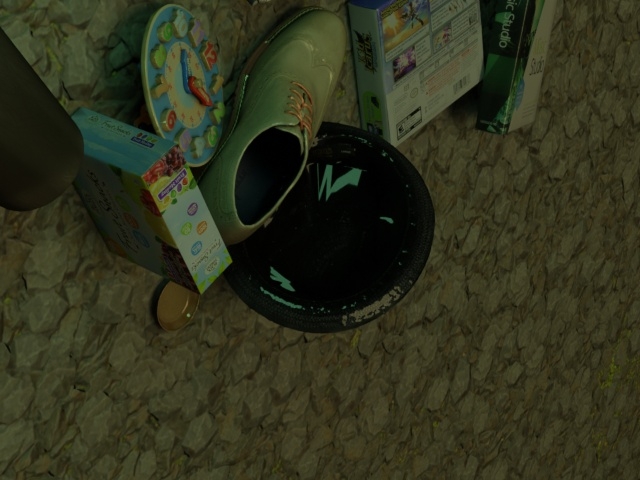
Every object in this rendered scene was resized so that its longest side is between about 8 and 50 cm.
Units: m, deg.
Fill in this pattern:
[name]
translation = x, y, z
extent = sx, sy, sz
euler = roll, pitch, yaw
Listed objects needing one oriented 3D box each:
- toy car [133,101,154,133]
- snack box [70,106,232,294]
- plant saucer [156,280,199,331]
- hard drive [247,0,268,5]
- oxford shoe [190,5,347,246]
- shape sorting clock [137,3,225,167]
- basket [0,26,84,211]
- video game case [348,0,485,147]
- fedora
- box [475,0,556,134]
[toy car]
translation = -0.202, -0.155, 1.784
extent = 0.040, 0.060, 0.122
euler = 65, 15, 11
[snack box]
translation = -0.217, -0.048, 1.675
extent = 0.070, 0.174, 0.207
euler = -46, 139, -26
[plant saucer]
translation = -0.200, 0.084, 1.898
extent = 0.083, 0.015, 0.083
euler = -28, 127, -45
[hard drive]
translation = 0.044, -0.448, 1.820
extent = 0.339, 0.064, 0.237
euler = -32, 165, -46
[oxford shoe]
translation = -0.045, -0.155, 1.845
extent = 0.140, 0.146, 0.397
euler = 37, 66, -28
[shape sorting clock]
translation = -0.168, -0.195, 1.728
extent = 0.206, 0.040, 0.206
euler = -9, 90, -71
[basket]
translation = -0.360, -0.137, 1.462
extent = 0.227, 0.154, 0.204
euler = 52, 22, -59
[video game case]
translation = 0.156, -0.310, 2.155
extent = 0.269, 0.061, 0.244
euler = -39, 136, -37
[fedora]
translation = 0.000, 0.000, 1.966
extent = 0.334, 0.334, 0.152
euler = -52, 171, -25
[box]
translation = 0.344, -0.351, 2.343
extent = 0.232, 0.058, 0.322
euler = -27, 127, -66
